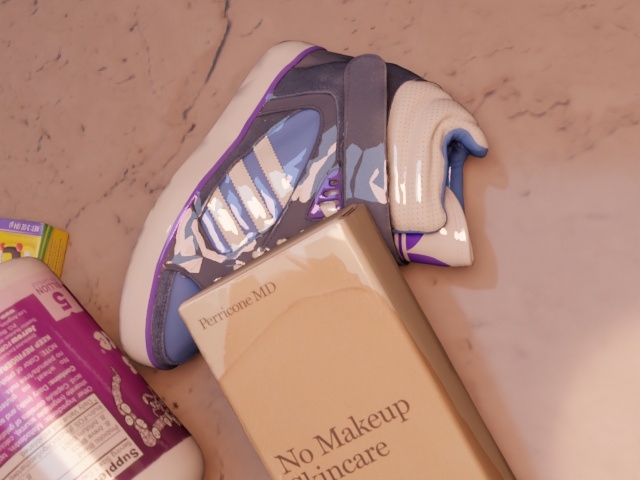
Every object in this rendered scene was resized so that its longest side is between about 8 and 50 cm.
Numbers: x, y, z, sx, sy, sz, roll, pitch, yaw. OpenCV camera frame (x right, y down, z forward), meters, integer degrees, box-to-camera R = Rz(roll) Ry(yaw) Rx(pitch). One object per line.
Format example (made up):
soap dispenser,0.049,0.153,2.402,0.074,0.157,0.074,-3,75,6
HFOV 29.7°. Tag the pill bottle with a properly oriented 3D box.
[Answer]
pill bottle,-0.201,0.174,0.981,0.169,0.169,0.301,-41,85,6

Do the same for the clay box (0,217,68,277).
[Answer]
clay box,-0.321,0.089,1.118,0.127,0.053,0.222,6,79,18

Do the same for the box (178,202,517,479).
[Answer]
box,0.039,0.142,0.896,0.148,0.121,0.311,-30,92,11

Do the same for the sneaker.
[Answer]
sneaker,0.000,0.000,0.990,0.236,0.130,0.323,26,81,26
